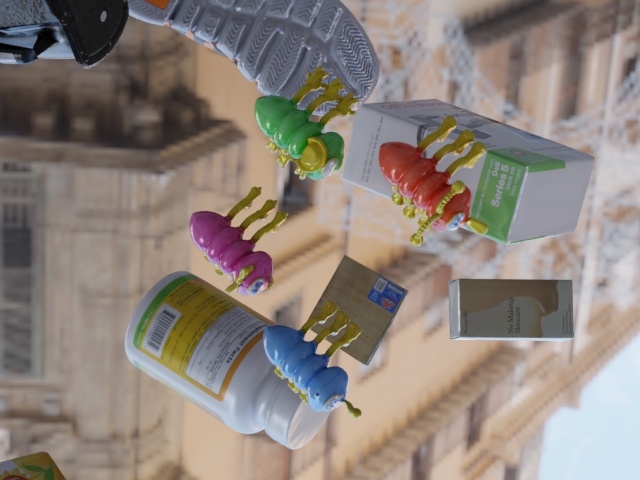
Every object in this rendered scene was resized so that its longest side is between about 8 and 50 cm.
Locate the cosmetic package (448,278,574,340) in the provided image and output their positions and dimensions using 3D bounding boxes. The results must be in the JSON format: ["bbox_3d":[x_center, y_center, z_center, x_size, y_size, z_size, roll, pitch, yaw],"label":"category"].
[{"bbox_3d":[0.183,0.067,1.548,0.115,0.060,0.041,0,173,-10],"label":"cosmetic package"}]

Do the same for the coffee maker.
[{"bbox_3d":[-0.271,-0.227,1.351,0.178,0.171,0.120,0,-164,26],"label":"coffee maker"}]

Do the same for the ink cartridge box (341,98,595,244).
[{"bbox_3d":[0.197,-0.098,2.168,0.273,0.114,0.198,24,-161,31],"label":"ink cartridge box"}]

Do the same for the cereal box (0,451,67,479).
[{"bbox_3d":[-0.298,0.272,1.338,0.240,0.047,0.173,-11,-136,-36],"label":"cereal box"}]

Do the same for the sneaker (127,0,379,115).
[{"bbox_3d":[-0.089,-0.247,1.664,0.321,0.124,0.180,30,-171,-23],"label":"sneaker"}]

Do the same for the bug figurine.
[{"bbox_3d":[0.000,0.000,1.292,0.216,0.279,0.072,40,-155,19],"label":"bug figurine"}]

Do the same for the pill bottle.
[{"bbox_3d":[-0.105,0.149,1.955,0.246,0.136,0.136,30,-150,25],"label":"pill bottle"}]

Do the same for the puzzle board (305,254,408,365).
[{"bbox_3d":[0.042,0.079,1.834,0.011,0.096,0.128,30,180,-39],"label":"puzzle board"}]
